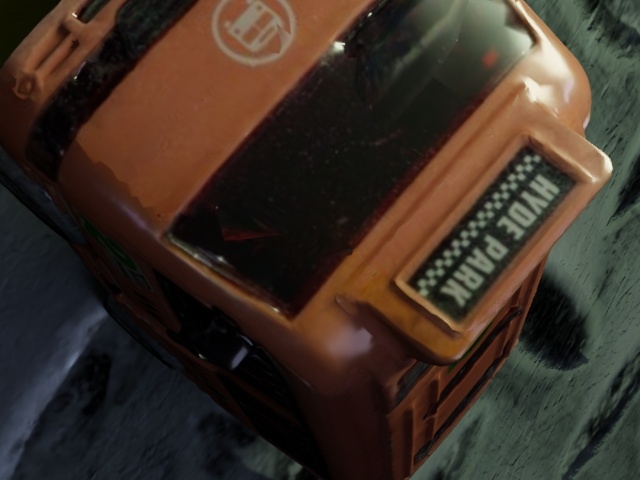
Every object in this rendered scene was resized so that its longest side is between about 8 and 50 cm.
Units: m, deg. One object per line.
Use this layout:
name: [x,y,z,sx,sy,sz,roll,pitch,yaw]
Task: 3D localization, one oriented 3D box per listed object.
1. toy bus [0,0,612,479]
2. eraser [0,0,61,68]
toy bus: [0.000,0.000,0.631,0.203,0.233,0.427,-49,165,-12]
eraser: [-0.152,-0.124,0.566,0.097,0.045,0.122,-32,154,29]
